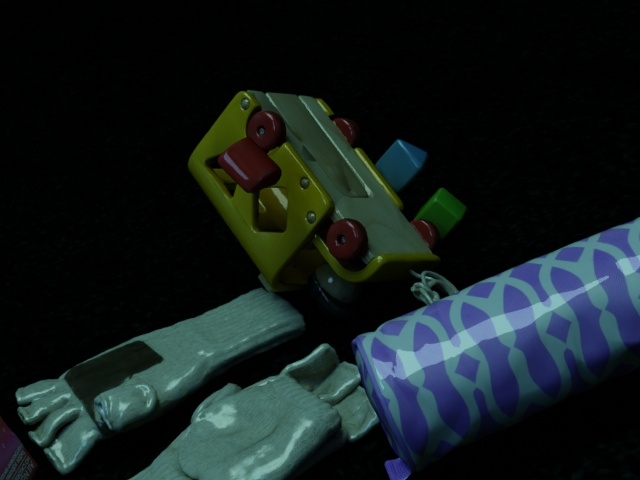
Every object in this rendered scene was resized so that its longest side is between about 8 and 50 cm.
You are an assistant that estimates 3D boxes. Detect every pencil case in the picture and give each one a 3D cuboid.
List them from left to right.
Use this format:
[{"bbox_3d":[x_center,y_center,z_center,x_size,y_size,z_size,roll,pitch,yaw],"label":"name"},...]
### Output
[{"bbox_3d":[0.120,0.056,0.758,0.206,0.088,0.086,-20,31,-1],"label":"pencil case"}]

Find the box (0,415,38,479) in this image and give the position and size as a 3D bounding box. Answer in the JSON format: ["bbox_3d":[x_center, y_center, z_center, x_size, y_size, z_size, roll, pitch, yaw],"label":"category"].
[{"bbox_3d":[-0.276,0.178,0.756,0.128,0.123,0.257,-25,21,23],"label":"box"}]

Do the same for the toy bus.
[{"bbox_3d":[-0.003,-0.009,0.954,0.104,0.191,0.202,-49,17,28],"label":"toy bus"}]

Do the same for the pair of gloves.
[{"bbox_3d":[-0.083,0.105,0.875,0.204,0.042,0.240,-26,25,-11],"label":"pair of gloves"}]
